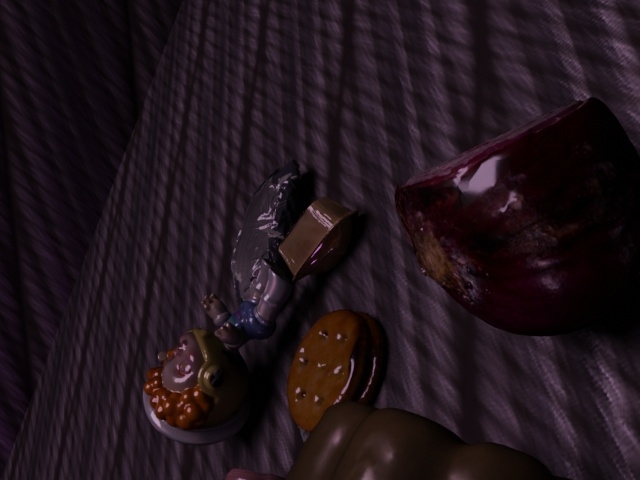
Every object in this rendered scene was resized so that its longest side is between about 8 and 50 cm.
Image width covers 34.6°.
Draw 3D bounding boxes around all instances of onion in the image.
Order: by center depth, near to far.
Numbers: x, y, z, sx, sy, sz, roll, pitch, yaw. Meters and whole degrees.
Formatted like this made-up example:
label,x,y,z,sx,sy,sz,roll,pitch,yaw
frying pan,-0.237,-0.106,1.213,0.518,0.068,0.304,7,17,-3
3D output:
label,x,y,z,sx,sy,sz,roll,pitch,yaw
onion,0.263,-0.015,1.248,0.282,0.260,0.337,-32,4,-21

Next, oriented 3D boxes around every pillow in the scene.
label,x,y,z,sx,sy,sz,roll,pitch,yaw
pillow,-0.105,-0.010,2.114,0.162,0.093,0.334,-18,54,50

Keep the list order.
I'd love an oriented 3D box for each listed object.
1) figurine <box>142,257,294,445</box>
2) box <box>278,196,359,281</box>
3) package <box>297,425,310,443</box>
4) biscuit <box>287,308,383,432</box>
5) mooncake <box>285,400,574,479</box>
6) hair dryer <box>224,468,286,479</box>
label,x,y,z,sx,sy,sz,roll,pitch,yaw
figurine,-0.168,0.224,1.949,0.382,0.205,0.224,-47,34,20
box,0.000,0.000,1.903,0.177,0.111,0.111,-52,30,31
package,-0.017,0.346,1.761,0.037,0.015,0.110,-50,32,21
biscuit,0.023,0.218,1.726,0.220,0.066,0.220,-41,37,41
mooncake,0.140,0.311,1.108,0.378,0.379,0.200,-13,53,59
hair dryer,-0.169,0.519,1.818,0.352,0.125,0.210,-26,46,62
